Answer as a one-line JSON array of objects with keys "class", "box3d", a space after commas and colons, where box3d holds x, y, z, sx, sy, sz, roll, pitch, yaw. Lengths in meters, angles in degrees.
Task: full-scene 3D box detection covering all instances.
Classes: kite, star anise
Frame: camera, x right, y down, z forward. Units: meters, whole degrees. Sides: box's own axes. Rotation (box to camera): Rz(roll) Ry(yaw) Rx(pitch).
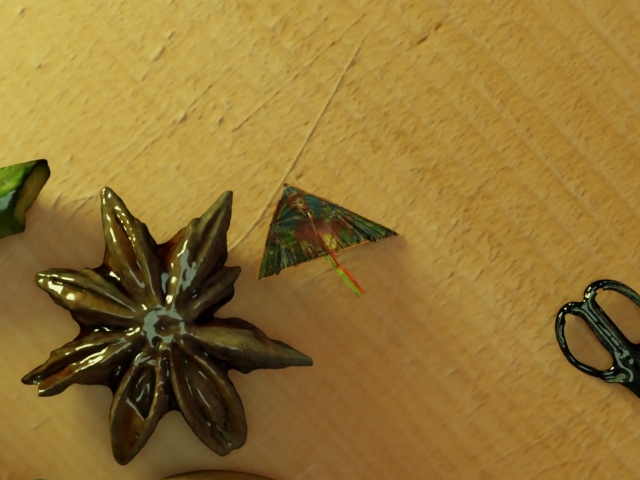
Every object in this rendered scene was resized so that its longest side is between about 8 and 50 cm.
[{"class": "kite", "box3d": [0.000, 0.000, 1.591, 0.190, 0.010, 0.159, -17, 62, -29]}, {"class": "star anise", "box3d": [-0.161, 0.087, 1.554, 0.315, 0.108, 0.315, 1, 85, -6]}]

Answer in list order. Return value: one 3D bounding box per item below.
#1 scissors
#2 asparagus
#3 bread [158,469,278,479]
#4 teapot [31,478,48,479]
[{"class": "scissors", "box3d": [0.381, 0.177, 1.639, 0.109, 0.022, 0.300, -39, 92, -2]}, {"class": "asparagus", "box3d": [-0.450, -0.015, 1.544, 0.343, 0.082, 0.085, -15, 93, -4]}, {"class": "bread", "box3d": [-0.111, 0.303, 1.558, 0.189, 0.077, 0.114, 1, 55, -19]}, {"class": "teapot", "box3d": [-0.277, 0.354, 1.499, 0.225, 0.171, 0.203, 35, 116, 3]}]
